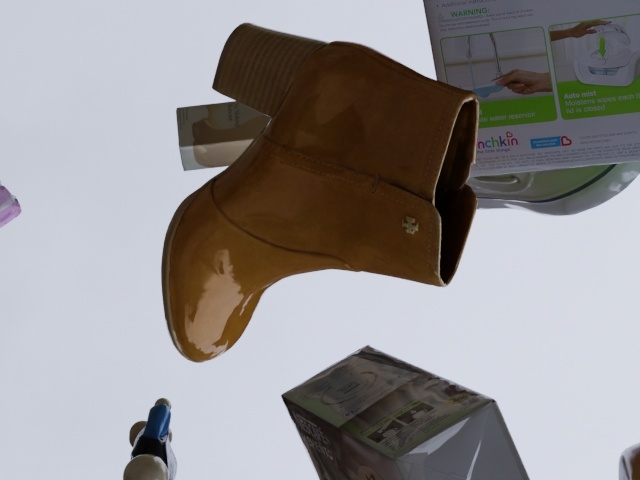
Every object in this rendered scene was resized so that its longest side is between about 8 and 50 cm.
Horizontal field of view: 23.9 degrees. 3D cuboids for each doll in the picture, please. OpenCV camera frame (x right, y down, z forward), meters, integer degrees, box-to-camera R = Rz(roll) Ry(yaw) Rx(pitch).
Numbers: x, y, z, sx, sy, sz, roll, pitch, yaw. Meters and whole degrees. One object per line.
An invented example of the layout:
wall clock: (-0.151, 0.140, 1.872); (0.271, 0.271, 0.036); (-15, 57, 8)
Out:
doll: (-0.146, 0.198, 1.294); (0.189, 0.046, 0.129); (148, -53, -82)

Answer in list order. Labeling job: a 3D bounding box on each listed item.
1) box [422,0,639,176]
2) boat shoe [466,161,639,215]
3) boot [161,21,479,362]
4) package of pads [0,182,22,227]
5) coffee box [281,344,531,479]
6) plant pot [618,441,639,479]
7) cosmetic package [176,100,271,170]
box: (0.214, -0.181, 1.114); (0.262, 0.231, 0.127); (-5, -161, 21)
boat shoe: (0.178, -0.084, 1.328); (0.267, 0.088, 0.096); (4, -118, 60)
boot: (0.001, -0.001, 1.107); (0.211, 0.104, 0.295); (26, -62, 27)
package of pads: (-0.243, -0.014, 1.001); (0.083, 0.032, 0.050); (-36, -145, -10)
coffee box: (0.090, 0.223, 1.504); (0.119, 0.168, 0.297); (-29, -164, -17)
plant pot: (0.268, 0.191, 0.760); (0.203, 0.291, 0.291); (-10, -130, 6)
cosmetic package: (-0.091, -0.112, 1.574); (0.115, 0.041, 0.060); (-8, -128, -2)
